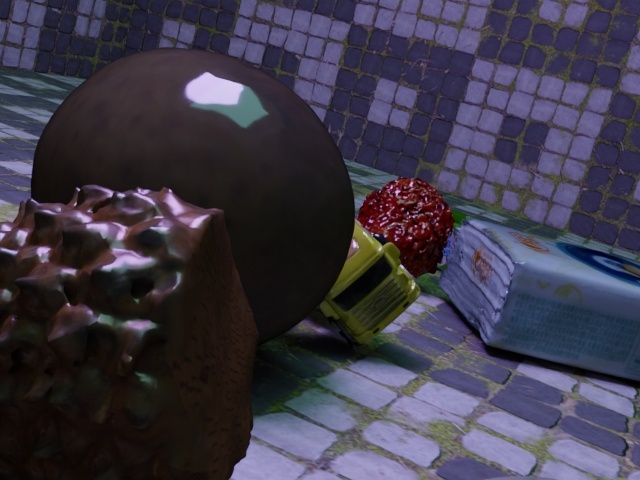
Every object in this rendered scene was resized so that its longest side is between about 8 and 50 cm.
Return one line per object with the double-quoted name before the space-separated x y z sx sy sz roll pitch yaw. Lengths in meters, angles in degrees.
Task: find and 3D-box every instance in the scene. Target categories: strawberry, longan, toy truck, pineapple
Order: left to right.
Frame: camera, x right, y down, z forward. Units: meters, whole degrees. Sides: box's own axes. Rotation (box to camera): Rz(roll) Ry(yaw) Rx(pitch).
"pineapple" -0.231 0.074 0.563 0.357 0.223 0.223 -1 9 12
"longan" -0.134 -0.040 0.896 0.361 0.361 0.361 15 12 -3
"toy truck" 0.004 0.007 1.082 0.157 0.124 0.272 50 -2 -36
"strawberry" 0.131 -0.012 1.428 0.187 0.184 0.201 -12 8 31

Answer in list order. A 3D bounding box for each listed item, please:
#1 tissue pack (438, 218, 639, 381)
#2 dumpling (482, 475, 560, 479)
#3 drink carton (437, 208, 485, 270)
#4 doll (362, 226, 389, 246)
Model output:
"tissue pack" 0.419 0.100 1.320 0.388 0.162 0.287 14 13 -12
"dumpling" 0.131 0.225 0.540 0.169 0.100 0.134 7 27 -30
"drink carton" 0.270 -0.001 1.714 0.271 0.108 0.161 24 17 29
"doll" 0.000 -0.002 1.297 0.135 0.143 0.234 21 4 -36
